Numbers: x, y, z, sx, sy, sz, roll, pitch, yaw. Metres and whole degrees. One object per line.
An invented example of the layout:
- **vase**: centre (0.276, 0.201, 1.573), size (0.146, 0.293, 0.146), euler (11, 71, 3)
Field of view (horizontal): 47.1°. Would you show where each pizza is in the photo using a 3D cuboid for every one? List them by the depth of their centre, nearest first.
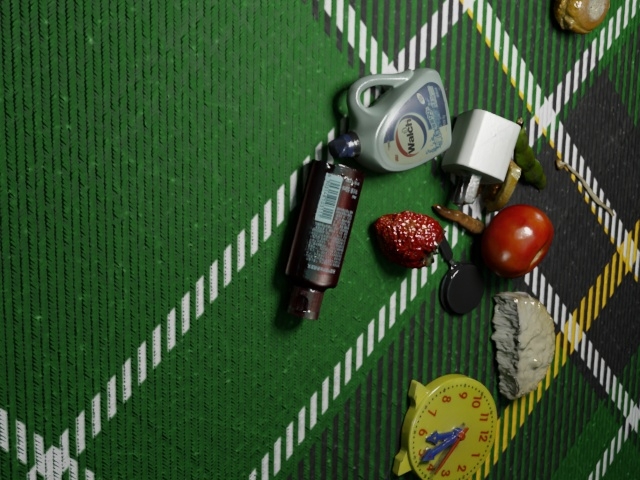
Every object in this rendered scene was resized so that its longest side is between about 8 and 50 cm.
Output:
- **pizza**: centre (0.425, -0.140, 1.739), size (0.046, 0.175, 0.134), euler (12, 51, -3)

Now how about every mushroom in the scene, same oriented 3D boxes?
- **mushroom**: centre (0.711, -0.141, 1.960), size (0.286, 0.026, 0.028), euler (32, 97, -32)

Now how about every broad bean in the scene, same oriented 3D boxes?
- **broad bean**: centre (0.497, -0.195, 1.772), size (0.060, 0.043, 0.297), euler (-45, 142, 1)

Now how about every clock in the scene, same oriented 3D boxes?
- **clock**: centre (0.322, 0.469, 1.794), size (0.293, 0.071, 0.277), euler (4, 95, -31)

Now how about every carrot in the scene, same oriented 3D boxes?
- **carrot**: centre (0.330, -0.053, 1.740), size (0.165, 0.035, 0.036), euler (25, 85, -29)

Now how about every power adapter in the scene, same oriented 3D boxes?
- **power adapter**: centre (0.351, -0.176, 1.667), size (0.125, 0.130, 0.205), euler (19, 88, -14)

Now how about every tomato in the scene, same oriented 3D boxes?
- **tomato**: centre (0.466, 0.001, 1.754), size (0.195, 0.136, 0.195), euler (-39, 152, -26)

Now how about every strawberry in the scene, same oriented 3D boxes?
- **strawberry**: centre (0.196, -0.004, 1.632), size (0.131, 0.148, 0.131), euler (-56, 159, -34)

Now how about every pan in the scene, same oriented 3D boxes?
- **pan**: centre (0.327, 0.076, 1.760), size (0.136, 0.028, 0.235), euler (-36, 114, -21)

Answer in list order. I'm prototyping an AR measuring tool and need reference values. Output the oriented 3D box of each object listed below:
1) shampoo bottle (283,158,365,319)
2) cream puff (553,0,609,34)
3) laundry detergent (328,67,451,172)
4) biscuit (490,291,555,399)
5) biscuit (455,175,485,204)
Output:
- **shampoo bottle**: centre (0.000, 0.000, 1.526), size (0.129, 0.084, 0.323), euler (12, 93, -29)
- **cream puff**: centre (0.633, -0.573, 1.797), size (0.143, 0.103, 0.126), euler (-14, 117, -28)
- **laundry detergent**: centre (0.137, -0.247, 1.556), size (0.280, 0.105, 0.215), euler (-18, 107, -25)
- **biscuit**: centre (0.528, 0.253, 1.875), size (0.179, 0.084, 0.281), euler (-17, 105, -27)
- **biscuit**: centre (0.359, -0.131, 1.755), size (0.092, 0.016, 0.082), euler (-20, 103, -28)
